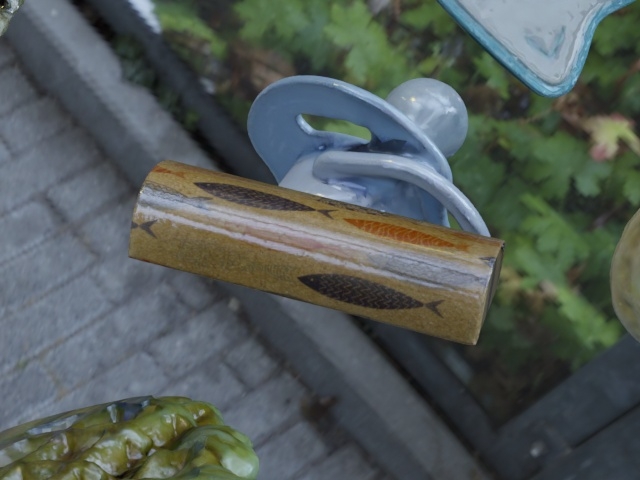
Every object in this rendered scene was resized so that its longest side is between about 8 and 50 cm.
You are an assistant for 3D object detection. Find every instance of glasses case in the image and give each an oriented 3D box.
[{"bbox_3d":[0.000,0.000,0.717,0.170,0.041,0.064,13,26,11],"label":"glasses case"}]

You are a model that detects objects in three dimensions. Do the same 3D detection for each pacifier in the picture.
[{"bbox_3d":[0.069,-0.059,1.343,0.238,0.287,0.226,9,51,32],"label":"pacifier"}]

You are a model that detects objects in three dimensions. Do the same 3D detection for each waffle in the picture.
[{"bbox_3d":[-0.134,0.127,0.681,0.223,0.204,0.054,-19,108,-11],"label":"waffle"}]

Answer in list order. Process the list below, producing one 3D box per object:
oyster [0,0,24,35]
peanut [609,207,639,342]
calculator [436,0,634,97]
[{"bbox_3d":[-0.288,-0.258,1.091,0.083,0.223,0.214,-29,117,-17],"label":"oyster"},{"bbox_3d":[0.222,-0.021,0.765,0.093,0.083,0.194,37,74,21],"label":"peanut"},{"bbox_3d":[0.099,-0.287,0.827,0.256,0.054,0.386,-32,94,-5],"label":"calculator"}]
